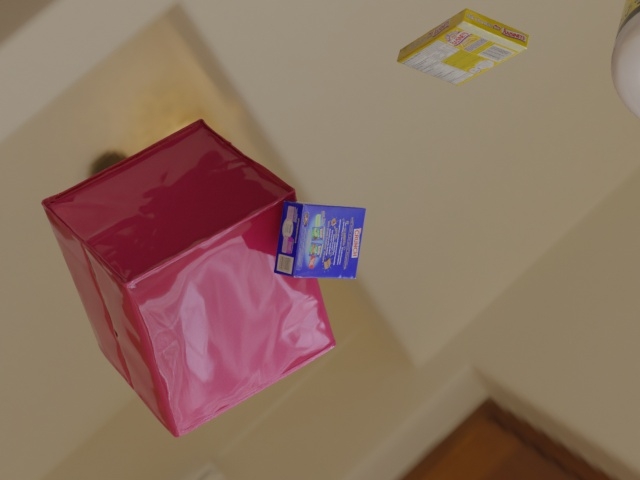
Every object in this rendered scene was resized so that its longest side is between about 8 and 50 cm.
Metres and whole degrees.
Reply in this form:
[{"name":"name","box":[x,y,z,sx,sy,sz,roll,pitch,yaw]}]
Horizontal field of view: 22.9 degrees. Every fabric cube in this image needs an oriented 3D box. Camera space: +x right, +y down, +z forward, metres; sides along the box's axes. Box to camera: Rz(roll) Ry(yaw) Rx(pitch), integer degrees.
[{"name":"fabric cube","box":[-0.170,0.043,2.051,0.259,0.254,0.258,39,-28,48]}]

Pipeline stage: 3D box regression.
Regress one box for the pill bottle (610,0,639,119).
[{"name":"pill bottle","box":[0.469,-0.294,1.928,0.188,0.334,0.188,12,-45,12]}]

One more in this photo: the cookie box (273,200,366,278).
[{"name":"cookie box","box":[0.000,0.000,1.933,0.107,0.092,0.040,3,7,-44]}]

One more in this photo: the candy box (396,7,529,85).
[{"name":"candy box","box":[0.198,-0.270,2.231,0.105,0.027,0.206,22,-17,-19]}]
